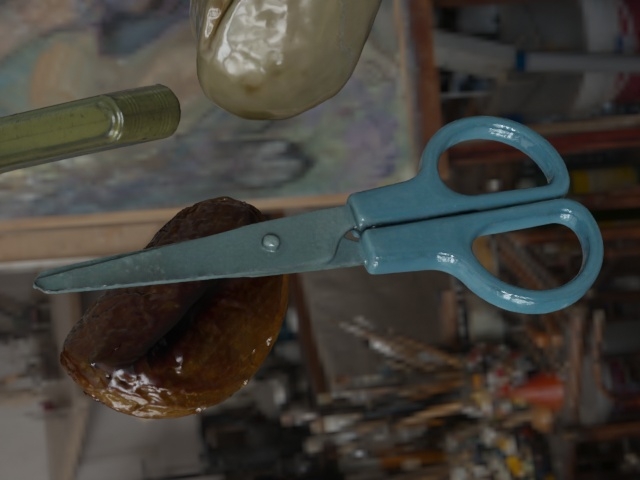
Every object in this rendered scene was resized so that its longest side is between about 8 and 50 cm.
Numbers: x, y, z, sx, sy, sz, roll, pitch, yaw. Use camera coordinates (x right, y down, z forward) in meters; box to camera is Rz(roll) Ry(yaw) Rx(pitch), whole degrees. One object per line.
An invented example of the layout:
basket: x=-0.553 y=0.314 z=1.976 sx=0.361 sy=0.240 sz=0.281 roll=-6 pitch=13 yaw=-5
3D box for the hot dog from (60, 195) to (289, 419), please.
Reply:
hot dog: x=-0.123 y=0.064 z=1.343 sx=0.160 sy=0.227 sz=0.099 roll=29 pitch=148 yaw=31

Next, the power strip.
power strip: x=-0.298 y=-0.105 z=1.621 sx=0.387 sy=0.092 sz=0.066 roll=-5 pitch=96 yaw=45

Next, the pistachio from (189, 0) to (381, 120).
pistachio: x=-0.025 y=-0.188 z=1.113 sx=0.153 sy=0.137 sz=0.238 roll=-44 pitch=-20 yaw=-50

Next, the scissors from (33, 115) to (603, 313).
scissors: x=0.000 y=0.000 z=1.200 sx=0.029 sy=0.447 sz=0.193 roll=103 pitch=153 yaw=-52
